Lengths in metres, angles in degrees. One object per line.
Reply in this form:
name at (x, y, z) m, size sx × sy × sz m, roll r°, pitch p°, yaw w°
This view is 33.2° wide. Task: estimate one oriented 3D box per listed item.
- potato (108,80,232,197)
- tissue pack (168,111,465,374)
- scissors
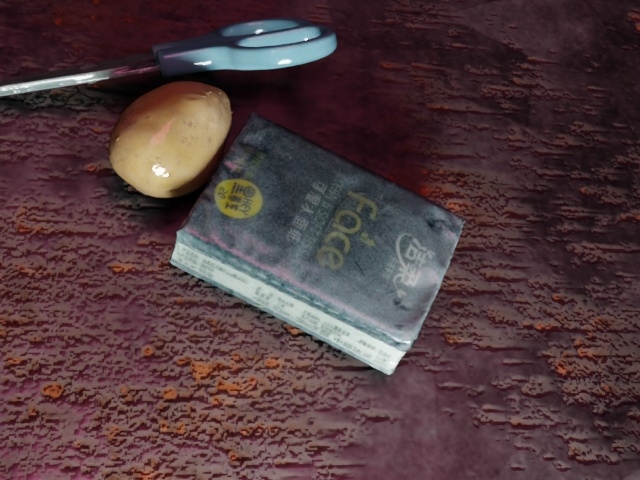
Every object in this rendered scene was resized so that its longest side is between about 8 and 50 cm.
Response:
potato at (-0.156, -0.108, 1.110) m, size 0.112 × 0.112 × 0.147 m, roll 38°, pitch 47°, yaw 8°
tissue pack at (0.000, 0.000, 1.108) m, size 0.257 × 0.081 × 0.185 m, roll 26°, pitch 55°, yaw 1°
scissors at (-0.206, -0.187, 1.153) m, size 0.447 × 0.029 × 0.192 m, roll -12°, pitch 22°, yaw -15°
